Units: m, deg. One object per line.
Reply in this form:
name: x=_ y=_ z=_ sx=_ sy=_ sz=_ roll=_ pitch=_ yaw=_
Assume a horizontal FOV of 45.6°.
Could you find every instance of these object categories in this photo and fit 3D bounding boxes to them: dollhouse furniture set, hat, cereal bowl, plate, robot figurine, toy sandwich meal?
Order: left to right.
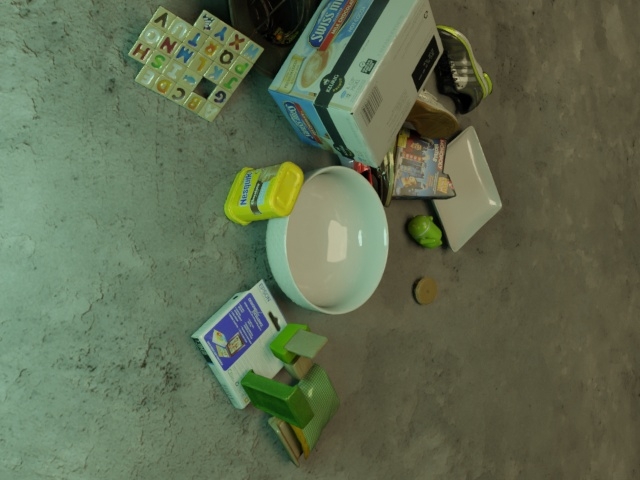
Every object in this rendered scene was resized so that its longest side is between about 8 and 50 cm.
hat: x=-0.128 y=-0.529 z=1.681 sx=0.331 sy=0.133 sz=0.332 roll=-24 pitch=123 yaw=-44
dollhouse furniture set: x=-0.015 y=0.362 z=1.701 sx=0.197 sy=0.151 sz=0.302 roll=-47 pitch=129 yaw=-32
cereal bowl: x=0.000 y=0.000 z=1.766 sx=0.338 sy=0.141 sz=0.339 roll=1 pitch=89 yaw=-43
robot figurine: x=0.284 y=-0.024 z=2.070 sx=0.115 sy=0.067 sz=0.101 roll=40 pitch=36 yaw=-33
toy sandwich meal: x=0.289 y=0.137 z=2.097 sx=0.085 sy=0.029 sz=0.086 roll=-5 pitch=99 yaw=-33
plate: x=0.398 y=-0.150 z=2.192 sx=0.277 sy=0.045 sz=0.278 roll=-38 pitch=113 yaw=-35

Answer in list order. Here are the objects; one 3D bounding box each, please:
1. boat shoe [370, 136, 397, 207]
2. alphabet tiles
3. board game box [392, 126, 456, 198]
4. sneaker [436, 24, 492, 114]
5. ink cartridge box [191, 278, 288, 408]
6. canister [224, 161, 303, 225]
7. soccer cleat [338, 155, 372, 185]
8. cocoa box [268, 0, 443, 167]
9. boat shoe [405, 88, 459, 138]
boat shoe: x=0.150 y=-0.196 z=1.912 sx=0.073 sy=0.080 sz=0.224 roll=2 pitch=99 yaw=-3
alphabet tiles: x=-0.261 y=-0.370 z=1.556 sx=0.237 sy=0.009 sz=0.198 roll=25 pitch=112 yaw=-39
board game box: x=0.272 y=-0.183 z=2.026 sx=0.194 sy=0.060 sz=0.194 roll=14 pitch=79 yaw=-18
sneaker: x=0.378 y=-0.482 z=2.149 sx=0.300 sy=0.111 sz=0.121 roll=44 pitch=65 yaw=-29
ink cartridge box: x=-0.159 y=0.226 z=1.682 sx=0.208 sy=0.045 sz=0.206 roll=-43 pitch=117 yaw=-34
canister: x=-0.122 y=-0.103 z=1.643 sx=0.073 sy=0.169 sz=0.126 roll=33 pitch=67 yaw=-33
soccer cleat: x=0.081 y=-0.208 z=1.879 sx=0.083 sy=0.095 sz=0.248 roll=-21 pitch=102 yaw=-40
cocoa box: x=0.087 y=-0.388 z=1.728 sx=0.347 sy=0.227 sz=0.231 roll=-60 pitch=151 yaw=-13
boat shoe: x=0.254 y=-0.343 z=1.930 sx=0.277 sy=0.098 sz=0.096 roll=21 pitch=46 yaw=-46
